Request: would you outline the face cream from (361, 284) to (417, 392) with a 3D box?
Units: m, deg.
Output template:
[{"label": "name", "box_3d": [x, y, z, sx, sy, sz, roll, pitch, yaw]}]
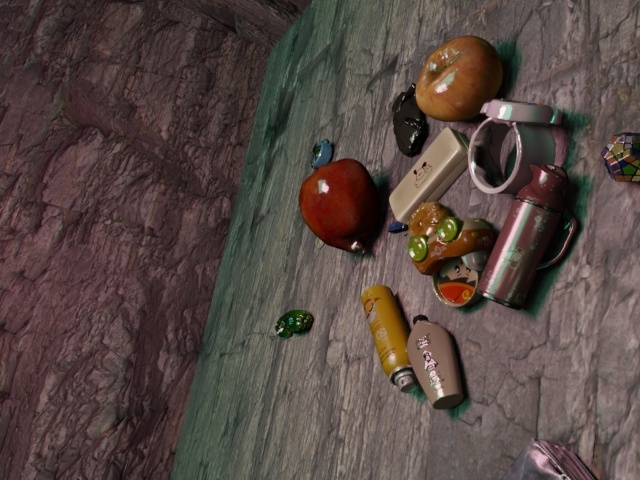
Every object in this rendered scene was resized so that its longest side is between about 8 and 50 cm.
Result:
[{"label": "face cream", "box_3d": [0.206, 0.284, 1.515, 0.105, 0.105, 0.348, -55, 30, 29]}]

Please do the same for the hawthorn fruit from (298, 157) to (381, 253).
[{"label": "hawthorn fruit", "box_3d": [0.077, -0.126, 1.876, 0.308, 0.324, 0.308, -29, 12, 7]}]

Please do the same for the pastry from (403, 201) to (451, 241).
[{"label": "pastry", "box_3d": [0.322, -0.045, 1.546, 0.153, 0.081, 0.153, -45, 27, 31]}]

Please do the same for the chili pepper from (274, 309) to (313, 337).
[{"label": "chili pepper", "box_3d": [-0.117, 0.335, 2.142, 0.253, 0.083, 0.099, -33, 54, 57]}]

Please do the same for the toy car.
[{"label": "toy car", "box_3d": [0.360, 0.063, 1.366, 0.235, 0.145, 0.235, 0, 90, 53]}]

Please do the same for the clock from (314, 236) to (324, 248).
[{"label": "clock", "box_3d": [0.000, 0.000, 2.221, 0.083, 0.010, 0.074, 20, 90, 63]}]

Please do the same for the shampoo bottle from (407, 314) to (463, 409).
[{"label": "shampoo bottle", "box_3d": [0.292, 0.303, 1.357, 0.127, 0.078, 0.257, -35, 39, 21]}]

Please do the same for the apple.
[{"label": "apple", "box_3d": [0.408, -0.466, 1.539, 0.261, 0.194, 0.260, -38, 41, 44]}]

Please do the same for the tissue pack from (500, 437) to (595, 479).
[{"label": "tissue pack", "box_3d": [0.388, 0.579, 0.941, 0.361, 0.122, 0.259, -63, 23, 19]}]

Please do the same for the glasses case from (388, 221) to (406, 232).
[{"label": "glasses case", "box_3d": [0.258, -0.045, 1.733, 0.083, 0.023, 0.033, -14, 55, 58]}]

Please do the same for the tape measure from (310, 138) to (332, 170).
[{"label": "tape measure", "box_3d": [0.001, -0.397, 2.413, 0.125, 0.081, 0.146, -20, 55, 62]}]

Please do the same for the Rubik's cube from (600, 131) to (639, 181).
[{"label": "Rubik's cube", "box_3d": [0.616, -0.166, 1.038, 0.093, 0.111, 0.111, 46, 116, 34]}]

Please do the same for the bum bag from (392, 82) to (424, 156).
[{"label": "bum bag", "box_3d": [0.307, -0.433, 1.844, 0.142, 0.080, 0.326, -47, 35, 46]}]

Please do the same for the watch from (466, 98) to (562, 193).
[{"label": "watch", "box_3d": [0.479, -0.233, 1.310, 0.244, 0.196, 0.231, -138, 48, -64]}]

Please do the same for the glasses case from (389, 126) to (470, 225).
[{"label": "glasses case", "box_3d": [0.339, -0.194, 1.625, 0.313, 0.070, 0.131, -52, 31, 32]}]

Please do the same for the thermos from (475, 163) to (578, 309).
[{"label": "thermos", "box_3d": [0.474, -0.010, 1.176, 0.136, 0.110, 0.330, 33, 104, 56]}]
